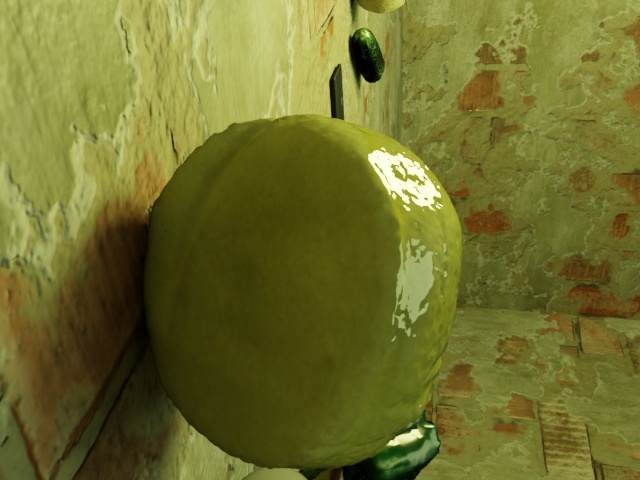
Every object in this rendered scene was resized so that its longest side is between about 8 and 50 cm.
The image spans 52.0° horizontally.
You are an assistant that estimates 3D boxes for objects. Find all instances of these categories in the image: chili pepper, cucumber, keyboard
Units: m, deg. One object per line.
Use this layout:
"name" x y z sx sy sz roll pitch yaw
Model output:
"chili pepper" 0.077 0.378 1.161 0.165 0.261 0.174 -25 -98 64
"cucumber" 0.123 -0.484 1.715 0.241 0.074 0.074 29 66 -76
"keyboard" 0.045 -0.307 1.490 0.103 0.041 0.381 -73 169 -52

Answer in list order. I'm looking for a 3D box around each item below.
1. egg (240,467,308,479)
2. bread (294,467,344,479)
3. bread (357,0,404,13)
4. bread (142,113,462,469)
"egg" -0.068 0.389 0.832 0.146 0.146 0.198 75 30 -58
"bread" 0.003 0.471 1.311 0.239 0.111 0.246 73 26 -53
"bread" 0.142 -0.655 1.598 0.141 0.134 0.148 68 16 -57
"bread" -0.012 0.045 0.623 0.237 0.320 0.320 1 92 -55
